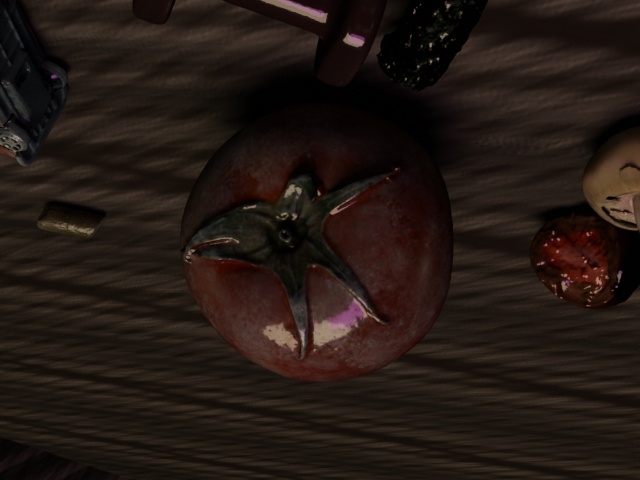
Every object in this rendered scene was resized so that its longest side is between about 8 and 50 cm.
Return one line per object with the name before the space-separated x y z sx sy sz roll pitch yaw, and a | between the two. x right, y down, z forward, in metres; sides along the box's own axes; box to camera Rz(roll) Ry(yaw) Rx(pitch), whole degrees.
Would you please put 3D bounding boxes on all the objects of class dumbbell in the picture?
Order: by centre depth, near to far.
dumbbell | -0.053 -0.238 0.964 0.225 0.124 0.140 17 150 -10

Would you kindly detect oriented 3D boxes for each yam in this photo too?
yam | -0.369 -0.027 1.546 0.094 0.043 0.043 13 152 -1

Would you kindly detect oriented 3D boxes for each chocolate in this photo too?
chocolate | 0.333 0.020 1.310 0.133 0.124 0.127 34 165 30

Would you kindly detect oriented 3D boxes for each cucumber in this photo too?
cucumber | 0.126 -0.247 0.939 0.081 0.072 0.303 15 151 -6

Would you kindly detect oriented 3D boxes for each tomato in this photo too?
tomato | 0.000 0.000 1.186 0.316 0.317 0.282 2 174 17

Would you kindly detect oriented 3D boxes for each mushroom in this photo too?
mushroom | 0.366 -0.057 1.149 0.154 0.122 0.154 3 155 2

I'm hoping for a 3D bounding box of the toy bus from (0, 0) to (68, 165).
toy bus | -0.380 -0.206 1.157 0.120 0.121 0.265 14 153 15
